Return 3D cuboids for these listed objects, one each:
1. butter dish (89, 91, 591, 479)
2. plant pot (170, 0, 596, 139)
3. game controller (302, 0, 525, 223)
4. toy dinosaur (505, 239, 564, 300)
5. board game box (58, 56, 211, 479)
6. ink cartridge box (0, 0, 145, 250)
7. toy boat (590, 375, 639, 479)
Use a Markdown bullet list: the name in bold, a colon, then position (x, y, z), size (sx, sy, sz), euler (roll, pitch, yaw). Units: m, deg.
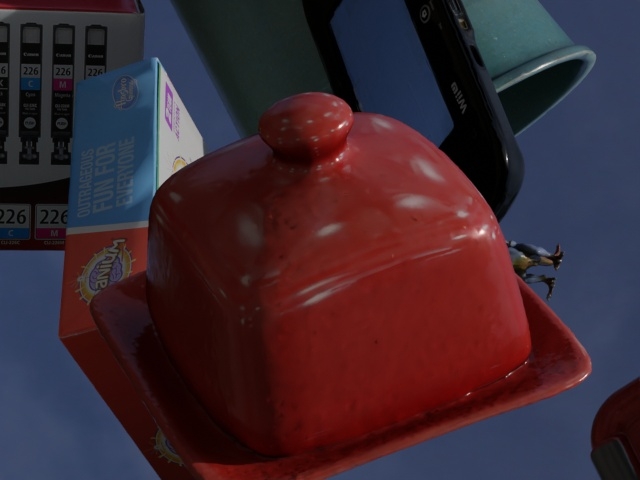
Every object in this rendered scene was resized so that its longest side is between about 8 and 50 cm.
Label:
- **butter dish**: position (0.000, 0.000, 0.679), size (0.160, 0.160, 0.118), euler (-132, -150, -52)
- **plant pot**: position (0.022, -0.211, 1.663), size (0.341, 0.341, 0.334), euler (-37, -99, 34)
- **game controller**: position (0.062, -0.127, 1.345), size (0.166, 0.067, 0.319), euler (114, -38, -55)
- **toy dinosaur**: position (0.139, 0.019, 1.361), size (0.082, 0.090, 0.047), euler (16, -81, 4)
- **board game box**: position (-0.081, 0.067, 1.261), size (0.064, 0.316, 0.242), euler (-16, -136, 12)
- **ink cartridge box**: position (-0.300, -0.137, 1.431), size (0.130, 0.309, 0.272), euler (-116, -152, -66)
- **toy boat**: position (0.328, 0.149, 1.557), size (0.231, 0.151, 0.151), euler (-36, -127, 17)
